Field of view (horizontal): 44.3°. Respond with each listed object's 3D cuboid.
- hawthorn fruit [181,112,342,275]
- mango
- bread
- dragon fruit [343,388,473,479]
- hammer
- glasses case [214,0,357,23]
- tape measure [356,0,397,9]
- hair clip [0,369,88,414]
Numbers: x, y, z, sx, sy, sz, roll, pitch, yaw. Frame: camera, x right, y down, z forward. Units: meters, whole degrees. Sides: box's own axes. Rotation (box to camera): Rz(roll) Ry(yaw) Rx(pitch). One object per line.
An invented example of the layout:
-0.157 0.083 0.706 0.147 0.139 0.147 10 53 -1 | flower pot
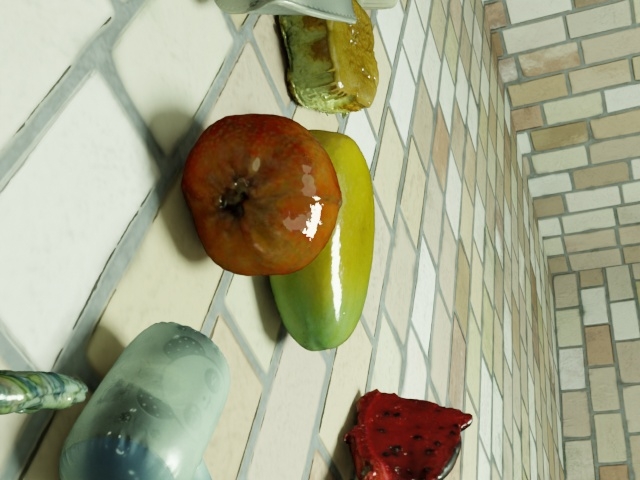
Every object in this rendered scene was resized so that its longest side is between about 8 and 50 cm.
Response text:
-0.041 -0.035 0.578 0.128 0.128 0.128 -10 90 -69 | hawthorn fruit
0.000 0.000 0.692 0.130 0.091 0.195 37 51 -63 | mango
0.012 -0.197 0.843 0.140 0.069 0.128 0 82 -68 | bread
0.081 0.240 0.773 0.192 0.122 0.092 -57 148 -64 | dragon fruit
-0.079 0.152 0.465 0.116 0.069 0.194 -68 148 -56 | hammer
-0.042 -0.325 0.699 0.128 0.083 0.308 5 75 -41 | glasses case
0.033 -0.420 0.867 0.231 0.132 0.271 94 -2 -67 | tape measure
-0.150 0.059 0.230 0.229 0.066 0.036 -10 102 -71 | hair clip
